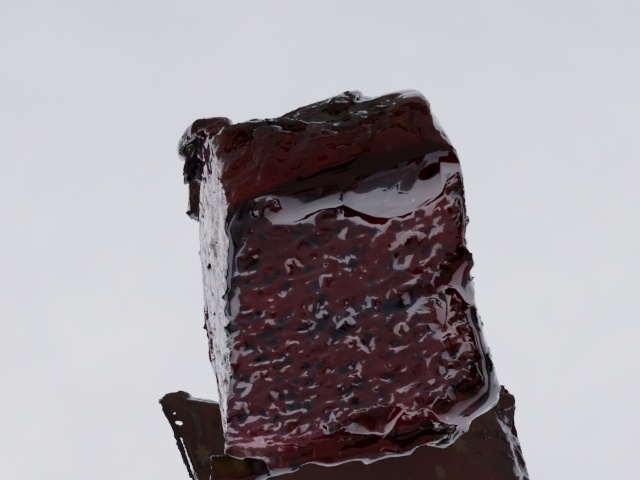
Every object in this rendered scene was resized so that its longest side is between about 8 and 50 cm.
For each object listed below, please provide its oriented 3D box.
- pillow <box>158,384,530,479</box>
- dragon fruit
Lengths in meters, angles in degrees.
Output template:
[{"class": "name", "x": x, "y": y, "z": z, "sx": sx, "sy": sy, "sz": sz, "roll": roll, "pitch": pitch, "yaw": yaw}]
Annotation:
[{"class": "pillow", "x": 0.023, "y": 0.118, "z": 0.927, "sx": 0.185, "sy": 0.043, "sz": 0.118, "roll": -2, "pitch": -118, "yaw": -20}, {"class": "dragon fruit", "x": 0.000, "y": 0.000, "z": 0.655, "sx": 0.102, "sy": 0.147, "sz": 0.096, "roll": -13, "pitch": -137, "yaw": -12}]
